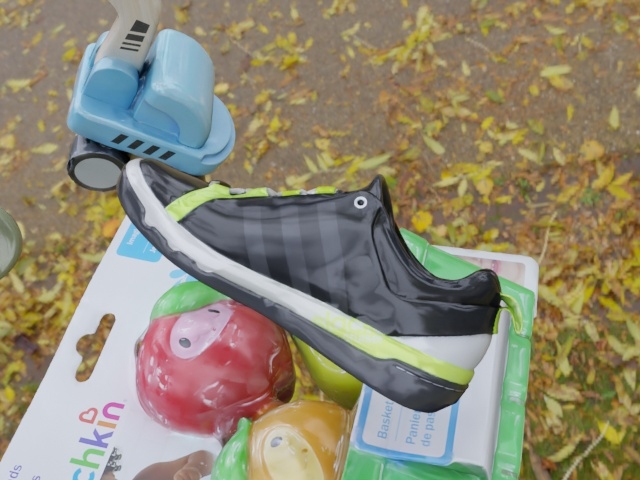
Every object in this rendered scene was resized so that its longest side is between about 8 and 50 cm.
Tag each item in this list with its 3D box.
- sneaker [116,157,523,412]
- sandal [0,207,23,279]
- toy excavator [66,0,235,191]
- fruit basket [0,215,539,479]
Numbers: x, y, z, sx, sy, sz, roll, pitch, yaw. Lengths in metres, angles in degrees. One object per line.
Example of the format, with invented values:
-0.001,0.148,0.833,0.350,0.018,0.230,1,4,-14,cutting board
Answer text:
0.000,0.000,0.446,0.235,0.084,0.097,31,95,10,sneaker
-0.430,0.072,0.784,0.303,0.120,0.086,-44,32,-12,sandal
-0.300,-0.291,1.301,0.445,0.433,0.222,-46,35,42,toy excavator
-0.029,0.103,0.572,0.353,0.165,0.327,14,53,5,fruit basket
